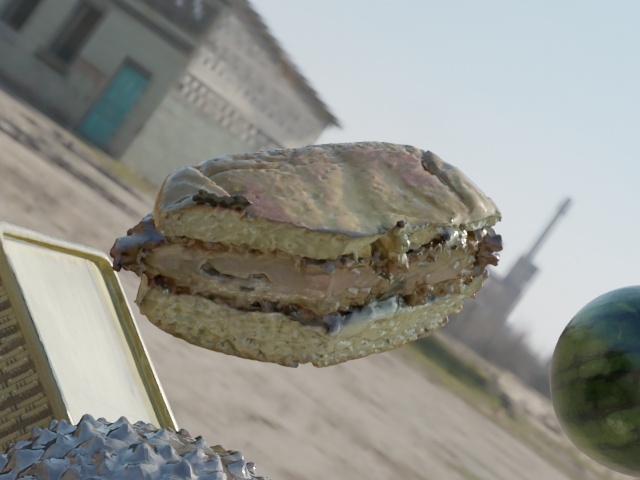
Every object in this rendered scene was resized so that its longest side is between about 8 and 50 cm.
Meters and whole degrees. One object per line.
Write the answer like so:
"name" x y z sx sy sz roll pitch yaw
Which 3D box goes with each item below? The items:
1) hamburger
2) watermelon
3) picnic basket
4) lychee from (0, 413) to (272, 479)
"hamburger" 0.000 0.000 1.181 0.282 0.155 0.245 20 33 1
"watermelon" 0.322 0.131 1.428 0.188 0.188 0.215 36 -37 -27
"picnic basket" -0.254 0.131 1.241 0.313 0.175 0.228 31 36 -79
"lychee" -0.111 0.249 0.924 0.300 0.300 0.300 36 0 0
